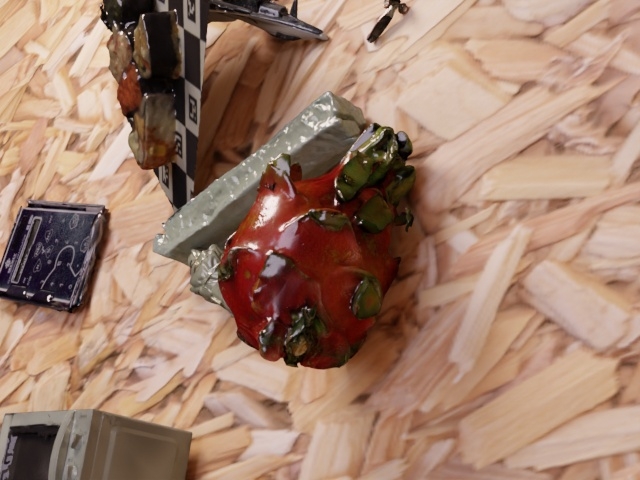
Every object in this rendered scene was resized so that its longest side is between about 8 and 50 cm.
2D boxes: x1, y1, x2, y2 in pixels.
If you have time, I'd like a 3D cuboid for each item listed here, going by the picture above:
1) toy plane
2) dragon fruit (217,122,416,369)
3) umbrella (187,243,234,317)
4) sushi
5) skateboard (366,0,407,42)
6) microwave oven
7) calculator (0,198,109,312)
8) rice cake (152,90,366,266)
[{"bbox_3d":[-0.091,-0.296,1.499,0.234,0.160,0.082,7,104,30],"label":"toy plane"},{"bbox_3d":[0.011,0.003,1.203,0.269,0.198,0.200,-46,31,4],"label":"dragon fruit"},{"bbox_3d":[-0.115,0.050,1.406,0.143,0.062,0.067,37,133,43],"label":"umbrella"},{"bbox_3d":[-0.238,-0.221,1.538,0.320,0.069,0.339,-122,33,-45],"label":"sushi"},{"bbox_3d":[0.063,-0.279,1.388,0.064,0.032,0.083,-51,43,34],"label":"skateboard"},{"bbox_3d":[-0.273,0.273,1.396,0.208,0.162,0.122,-11,64,46],"label":"microwave oven"},{"bbox_3d":[-0.408,0.019,1.778,0.274,0.028,0.165,4,75,50],"label":"calculator"},{"bbox_3d":[-0.078,-0.063,1.413,0.336,0.066,0.063,-34,50,35],"label":"rice cake"}]
